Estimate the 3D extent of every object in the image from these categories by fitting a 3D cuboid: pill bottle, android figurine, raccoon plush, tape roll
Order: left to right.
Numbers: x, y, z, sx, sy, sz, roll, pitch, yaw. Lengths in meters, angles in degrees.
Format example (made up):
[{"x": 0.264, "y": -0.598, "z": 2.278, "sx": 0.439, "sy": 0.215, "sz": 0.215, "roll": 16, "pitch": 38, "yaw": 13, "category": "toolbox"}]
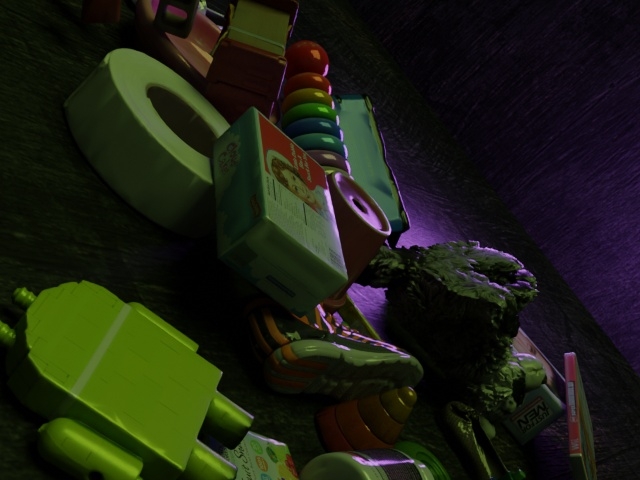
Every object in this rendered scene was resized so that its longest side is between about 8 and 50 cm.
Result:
[{"x": -0.193, "y": 0.139, "z": 0.980, "sx": 0.273, "sy": 0.056, "sz": 0.248, "roll": 35, "pitch": 26, "yaw": -11, "category": "android figurine"}, {"x": -0.224, "y": -0.141, "z": 1.452, "sx": 0.286, "sy": 0.100, "sz": 0.286, "roll": 42, "pitch": 20, "yaw": -19, "category": "tape roll"}, {"x": 0.060, "y": 0.298, "z": 1.183, "sx": 0.193, "sy": 0.108, "sz": 0.108, "roll": 14, "pitch": 38, "yaw": -58, "category": "pill bottle"}, {"x": 0.178, "y": 0.154, "z": 1.752, "sx": 0.447, "sy": 0.299, "sz": 0.216, "roll": 20, "pitch": 29, "yaw": 17, "category": "raccoon plush"}]

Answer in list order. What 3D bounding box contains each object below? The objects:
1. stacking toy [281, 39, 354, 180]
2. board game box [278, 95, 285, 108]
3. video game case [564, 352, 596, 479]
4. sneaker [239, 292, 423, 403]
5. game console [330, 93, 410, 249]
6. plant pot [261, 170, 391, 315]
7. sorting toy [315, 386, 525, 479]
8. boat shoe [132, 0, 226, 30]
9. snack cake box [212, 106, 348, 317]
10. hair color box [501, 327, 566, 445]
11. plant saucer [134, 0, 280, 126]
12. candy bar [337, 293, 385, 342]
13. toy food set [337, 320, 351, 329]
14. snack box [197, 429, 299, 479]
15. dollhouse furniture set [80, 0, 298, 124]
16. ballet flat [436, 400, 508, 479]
[{"x": -0.022, "y": -0.221, "z": 1.835, "sx": 0.141, "sy": 0.141, "sz": 0.330, "roll": 25, "pitch": 51, "yaw": -49, "category": "stacking toy"}, {"x": -0.043, "y": -0.190, "z": 1.942, "sx": 0.103, "sy": 0.026, "sz": 0.154, "roll": 71, "pitch": 3, "yaw": -73, "category": "board game box"}, {"x": 0.488, "y": 0.376, "z": 1.891, "sx": 0.285, "sy": 0.025, "sz": 0.204, "roll": -73, "pitch": 148, "yaw": -56, "category": "video game case"}, {"x": 0.016, "y": 0.126, "z": 1.409, "sx": 0.321, "sy": 0.125, "sz": 0.180, "roll": 25, "pitch": 30, "yaw": -50, "category": "sneaker"}, {"x": 0.057, "y": -0.126, "z": 2.023, "sx": 0.250, "sy": 0.173, "sz": 0.293, "roll": -8, "pitch": 75, "yaw": -35, "category": "game console"}, {"x": 0.000, "y": 0.000, "z": 1.542, "sx": 0.201, "sy": 0.180, "sz": 0.201, "roll": 43, "pitch": 19, "yaw": -18, "category": "plant pot"}, {"x": 0.161, "y": 0.293, "z": 1.396, "sx": 0.366, "sy": 0.126, "sz": 0.127, "roll": 34, "pitch": 22, "yaw": -34, "category": "sorting toy"}, {"x": -0.265, "y": -0.451, "z": 2.010, "sx": 0.267, "sy": 0.088, "sz": 0.096, "roll": 24, "pitch": 30, "yaw": -51, "category": "boat shoe"}, {"x": -0.059, "y": -0.042, "z": 1.339, "sx": 0.152, "sy": 0.089, "sz": 0.264, "roll": 38, "pitch": 24, "yaw": -30, "category": "snack cake box"}, {"x": 0.316, "y": 0.195, "z": 1.960, "sx": 0.374, "sy": 0.114, "sz": 0.185, "roll": 50, "pitch": 18, "yaw": 4, "category": "hair color box"}, {"x": -0.217, "y": -0.311, "z": 1.843, "sx": 0.332, "sy": 0.084, "sz": 0.332, "roll": 41, "pitch": 20, "yaw": -19, "category": "plant saucer"}, {"x": 0.047, "y": 0.116, "z": 1.633, "sx": 0.161, "sy": 0.040, "sz": 0.018, "roll": 53, "pitch": 20, "yaw": 15, "category": "candy bar"}, {"x": 0.039, "y": 0.158, "z": 1.558, "sx": 0.082, "sy": 0.020, "sz": 0.083, "roll": 51, "pitch": 19, "yaw": 10, "category": "toy food set"}, {"x": -0.080, "y": 0.249, "z": 1.080, "sx": 0.141, "sy": 0.037, "sz": 0.100, "roll": 30, "pitch": 24, "yaw": -40, "category": "snack box"}, {"x": -0.232, "y": -0.334, "z": 1.613, "sx": 0.374, "sy": 0.152, "sz": 0.201, "roll": 18, "pitch": 42, "yaw": -8, "category": "dollhouse furniture set"}, {"x": 0.275, "y": 0.361, "z": 1.616, "sx": 0.084, "sy": 0.058, "sz": 0.249, "roll": 15, "pitch": 37, "yaw": -57, "category": "ballet flat"}]
